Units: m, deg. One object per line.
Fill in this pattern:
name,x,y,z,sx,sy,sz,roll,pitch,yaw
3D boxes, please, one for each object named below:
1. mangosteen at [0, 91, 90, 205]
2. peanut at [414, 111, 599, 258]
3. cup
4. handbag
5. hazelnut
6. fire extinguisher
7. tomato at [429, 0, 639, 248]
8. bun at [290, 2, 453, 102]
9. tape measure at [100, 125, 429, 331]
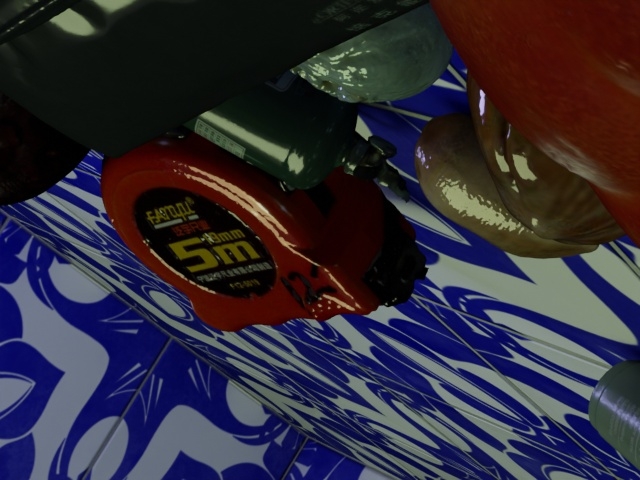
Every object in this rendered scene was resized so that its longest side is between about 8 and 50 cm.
mangosteen,-0.298,-0.157,1.592,0.228,0.228,0.265,37,-155,-28
peanut,0.134,-0.034,1.267,0.152,0.076,0.076,34,169,-2
cup,0.314,0.173,1.601,0.141,0.120,0.120,31,172,47
handbag,-0.097,-0.176,0.797,0.275,0.177,0.302,33,146,-32
hazelnut,0.134,-0.074,0.896,0.150,0.150,0.150,30,169,6
fire extinguisher,-0.049,-0.110,1.384,0.294,0.093,0.118,29,-165,9
tomato,0.176,-0.095,0.466,0.299,0.226,0.298,35,165,11
bun,0.011,-0.133,1.123,0.141,0.083,0.141,32,172,5
tape measure,-0.067,-0.030,1.588,0.253,0.114,0.260,-12,128,47
